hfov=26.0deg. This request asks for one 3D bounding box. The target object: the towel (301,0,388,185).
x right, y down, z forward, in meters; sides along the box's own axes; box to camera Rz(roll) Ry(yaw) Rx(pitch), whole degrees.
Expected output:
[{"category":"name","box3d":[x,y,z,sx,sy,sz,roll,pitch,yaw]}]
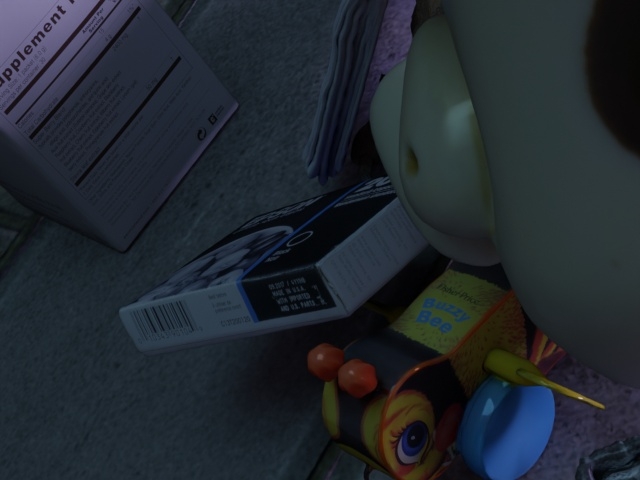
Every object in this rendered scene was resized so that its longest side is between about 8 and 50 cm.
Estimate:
[{"category":"towel","box3d":[0.042,-0.207,1.075,0.034,0.209,0.285,16,51,-1]}]

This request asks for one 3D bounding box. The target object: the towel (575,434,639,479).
[{"category":"towel","box3d":[0.239,0.209,0.549,0.284,0.235,0.121,21,63,44]}]

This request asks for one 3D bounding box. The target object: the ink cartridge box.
[{"category":"ink cartridge box","box3d":[0.000,0.000,0.930,0.206,0.045,0.208,-15,15,46]}]

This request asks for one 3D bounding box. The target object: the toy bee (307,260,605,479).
[{"category":"toy bee","box3d":[0.073,0.087,0.823,0.195,0.162,0.298,-1,55,33]}]

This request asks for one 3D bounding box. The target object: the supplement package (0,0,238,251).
[{"category":"supplement package","box3d":[-0.244,-0.159,1.156,0.177,0.293,0.175,21,69,45]}]

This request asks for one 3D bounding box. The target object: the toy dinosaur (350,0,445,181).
[{"category":"toy dinosaur","box3d":[0.100,-0.147,0.963,0.127,0.295,0.200,30,74,15]}]

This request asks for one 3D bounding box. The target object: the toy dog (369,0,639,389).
[{"category":"toy dog","box3d":[0.123,-0.149,0.575,0.284,0.408,0.395,-4,44,11]}]
